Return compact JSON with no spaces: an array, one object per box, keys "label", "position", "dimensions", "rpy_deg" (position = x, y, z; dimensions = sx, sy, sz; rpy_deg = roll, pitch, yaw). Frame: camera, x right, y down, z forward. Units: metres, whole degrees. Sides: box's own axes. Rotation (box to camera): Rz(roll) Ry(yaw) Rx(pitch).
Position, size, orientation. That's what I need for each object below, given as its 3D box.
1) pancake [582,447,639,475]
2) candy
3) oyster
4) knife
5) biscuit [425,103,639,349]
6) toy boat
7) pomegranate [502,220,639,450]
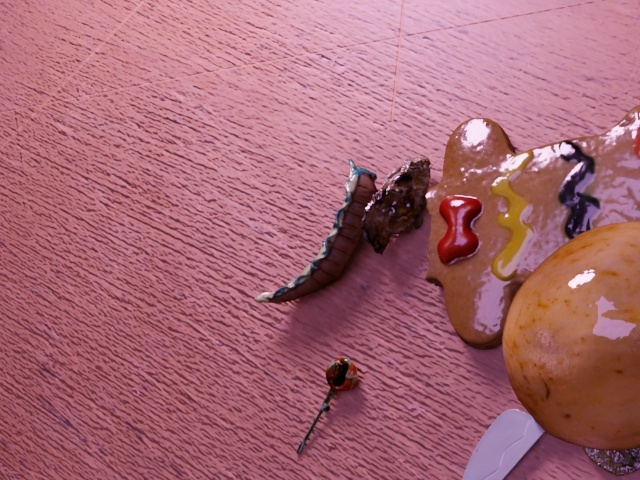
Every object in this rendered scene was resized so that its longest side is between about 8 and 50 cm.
[{"label":"pancake","position":[0.414,0.276,1.227],"dimensions":[0.108,0.017,0.108],"rpy_deg":[-9,71,27]},{"label":"candy","position":[0.005,0.273,1.433],"dimensions":[0.055,0.049,0.184],"rpy_deg":[36,104,36]},{"label":"oyster","position":[0.128,-0.059,1.411],"dimensions":[0.056,0.105,0.177],"rpy_deg":[18,65,42]},{"label":"knife","position":[0.297,0.277,1.281],"dimensions":[0.331,0.044,0.080],"rpy_deg":[-48,58,14]},{"label":"biscuit","position":[0.341,-0.020,1.304],"dimensions":[0.394,0.076,0.368],"rpy_deg":[-1,77,27]},{"label":"toy boat","position":[0.008,0.008,1.456],"dimensions":[0.099,0.108,0.293],"rpy_deg":[33,101,-2]},{"label":"pomegranate","position":[0.363,0.120,1.089],"dimensions":[0.307,0.307,0.307],"rpy_deg":[-7,75,26]}]
